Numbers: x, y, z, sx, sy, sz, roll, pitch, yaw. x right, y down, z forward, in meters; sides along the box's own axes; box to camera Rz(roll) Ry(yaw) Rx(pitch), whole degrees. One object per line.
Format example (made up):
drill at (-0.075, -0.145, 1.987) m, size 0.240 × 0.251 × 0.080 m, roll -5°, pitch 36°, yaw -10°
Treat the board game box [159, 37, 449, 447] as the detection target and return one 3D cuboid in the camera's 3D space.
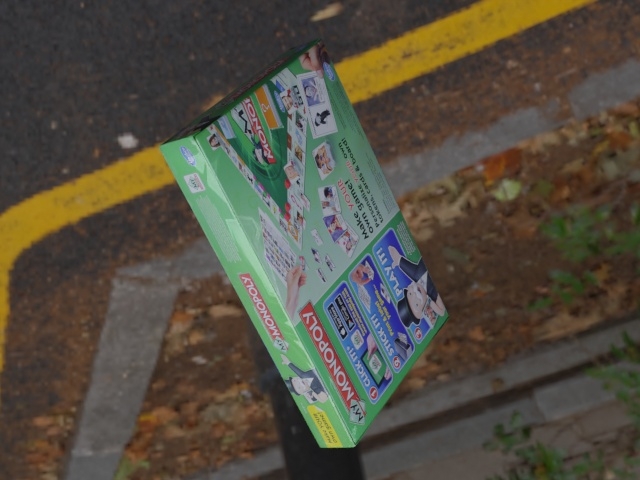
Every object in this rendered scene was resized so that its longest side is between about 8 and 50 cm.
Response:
board game box at (0.000, 0.000, 1.008) m, size 0.046 × 0.213 × 0.317 m, roll -10°, pitch 114°, yaw 40°
